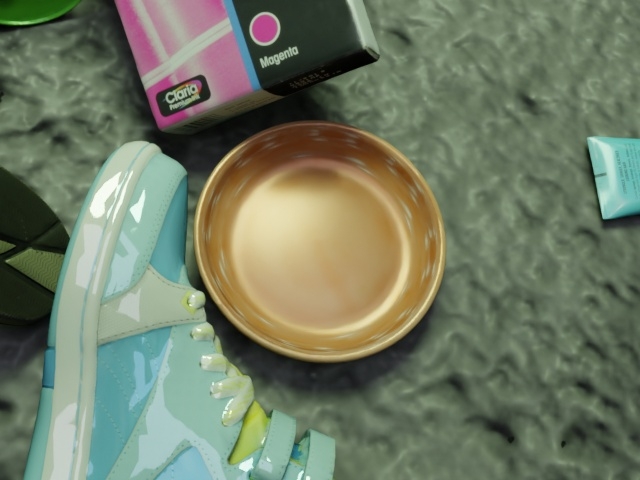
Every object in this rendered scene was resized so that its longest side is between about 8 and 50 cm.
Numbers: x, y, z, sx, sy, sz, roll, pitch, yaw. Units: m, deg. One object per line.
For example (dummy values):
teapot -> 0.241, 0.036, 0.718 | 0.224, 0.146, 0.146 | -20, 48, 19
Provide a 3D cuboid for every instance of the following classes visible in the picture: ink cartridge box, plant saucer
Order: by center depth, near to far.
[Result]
ink cartridge box -> -0.096, -0.284, 0.528 | 0.175, 0.069, 0.371 | -18, 90, 17
plant saucer -> 0.000, 0.000, 0.549 | 0.200, 0.037, 0.200 | 3, 71, -9

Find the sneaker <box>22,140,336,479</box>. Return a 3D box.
sneaker -> -0.069, 0.100, 0.456 | 0.208, 0.127, 0.319 | 8, 81, -5

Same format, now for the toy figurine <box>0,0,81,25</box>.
toy figurine -> -0.286, -0.272, 0.576 | 0.173, 0.130, 0.159 | -29, 62, 7

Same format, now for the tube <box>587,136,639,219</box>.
tube -> 0.350, -0.061, 0.626 | 0.207, 0.052, 0.080 | -2, 66, -5

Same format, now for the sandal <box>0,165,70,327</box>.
sandal -> -0.293, -0.051, 0.444 | 0.303, 0.086, 0.120 | 55, 46, -26
